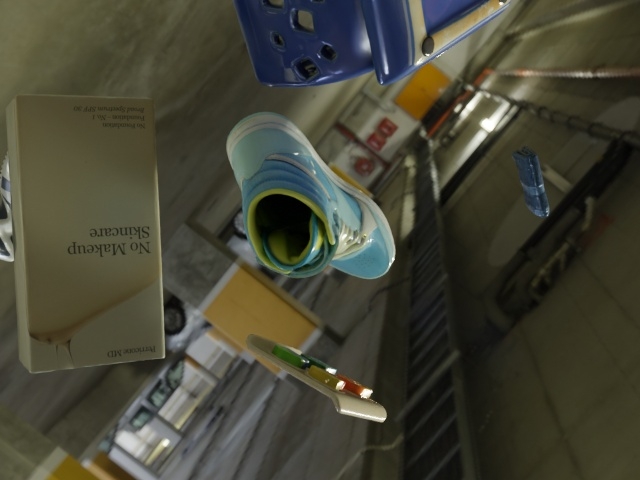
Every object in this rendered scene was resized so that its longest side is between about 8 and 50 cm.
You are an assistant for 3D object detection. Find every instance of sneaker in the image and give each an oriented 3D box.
[{"bbox_3d":[-0.350,-0.055,1.070,0.094,0.153,0.235,-100,-147,-61],"label":"sneaker"},{"bbox_3d":[0.000,0.000,1.024,0.127,0.319,0.208,-36,-144,19],"label":"sneaker"}]

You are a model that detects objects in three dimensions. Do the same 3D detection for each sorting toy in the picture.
[{"bbox_3d":[-0.001,0.220,1.299,0.038,0.208,0.193,-59,148,-1],"label":"sorting toy"}]

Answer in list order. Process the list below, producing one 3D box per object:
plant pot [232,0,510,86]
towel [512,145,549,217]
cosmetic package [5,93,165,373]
[{"bbox_3d":[0.055,-0.293,0.800,0.212,0.235,0.236,18,-136,42],"label":"plant pot"},{"bbox_3d":[0.367,-0.101,1.382,0.029,0.119,0.067,-18,-160,0],"label":"towel"},{"bbox_3d":[-0.280,-0.011,0.945,0.160,0.309,0.113,-5,-178,-27],"label":"cosmetic package"}]
